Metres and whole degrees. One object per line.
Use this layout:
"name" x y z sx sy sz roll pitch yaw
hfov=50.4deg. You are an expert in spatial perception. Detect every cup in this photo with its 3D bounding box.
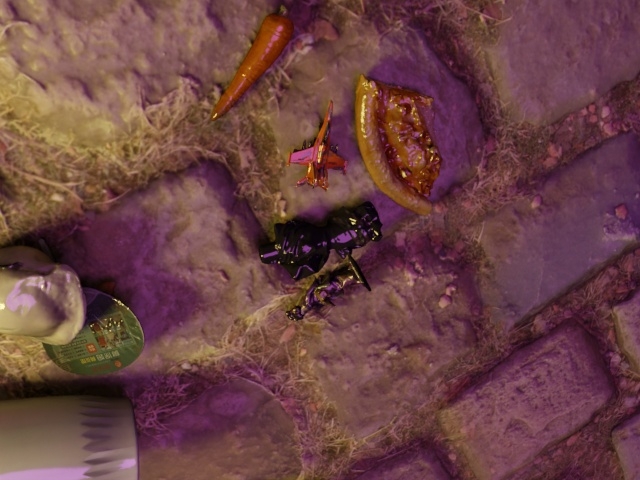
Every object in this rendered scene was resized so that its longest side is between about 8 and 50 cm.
"cup" -0.570 0.440 1.378 0.371 0.253 0.253 -3 116 -24

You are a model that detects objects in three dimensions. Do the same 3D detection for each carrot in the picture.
"carrot" -0.127 -0.323 1.279 0.061 0.061 0.257 27 107 -30

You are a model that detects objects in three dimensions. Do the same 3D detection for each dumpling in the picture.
"dumpling" -0.565 0.113 1.280 0.175 0.243 0.227 -46 138 -28

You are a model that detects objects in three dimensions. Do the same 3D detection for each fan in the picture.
"fan" -0.455 0.149 1.351 0.223 0.012 0.294 12 113 5

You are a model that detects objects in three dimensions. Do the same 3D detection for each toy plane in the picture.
"toy plane" 0.000 -0.194 1.397 0.135 0.062 0.188 4 100 -23

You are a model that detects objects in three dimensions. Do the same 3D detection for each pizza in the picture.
"pizza" 0.175 -0.203 1.445 0.182 0.074 0.365 -22 122 0

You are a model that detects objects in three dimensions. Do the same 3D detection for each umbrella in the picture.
"umbrella" 0.001 0.001 1.459 0.272 0.110 0.122 -16 118 -15

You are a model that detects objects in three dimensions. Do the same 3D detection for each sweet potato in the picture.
"sweet potato" -0.468 0.159 1.391 0.056 0.056 0.195 27 109 -30

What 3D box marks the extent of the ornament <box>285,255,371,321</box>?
"ornament" 0.013 0.120 1.550 0.203 0.088 0.081 -34 155 11
